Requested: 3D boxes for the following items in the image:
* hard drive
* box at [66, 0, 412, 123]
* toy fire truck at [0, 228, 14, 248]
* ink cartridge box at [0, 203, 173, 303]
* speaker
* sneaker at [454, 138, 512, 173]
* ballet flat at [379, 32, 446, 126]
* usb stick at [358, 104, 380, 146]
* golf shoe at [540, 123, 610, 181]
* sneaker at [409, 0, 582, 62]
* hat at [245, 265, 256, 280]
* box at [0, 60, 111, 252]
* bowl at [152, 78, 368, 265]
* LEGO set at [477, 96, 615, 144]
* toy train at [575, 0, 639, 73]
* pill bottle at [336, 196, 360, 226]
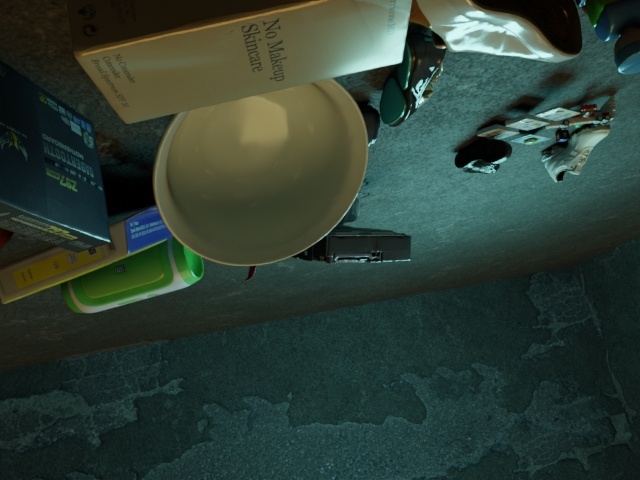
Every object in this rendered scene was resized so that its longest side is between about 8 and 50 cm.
[{"bbox_3d":[0.000,0.000,1.382,0.236,0.064,0.338,-1,-174,-37],"label":"hard drive"},{"bbox_3d":[-0.075,-0.231,0.624,0.310,0.121,0.148,-13,164,0],"label":"box"},{"bbox_3d":[-0.594,-0.023,0.916,0.254,0.169,0.302,-44,157,14],"label":"toy fire truck"},{"bbox_3d":[-0.351,0.001,1.094,0.307,0.072,0.303,-18,-175,7],"label":"ink cartridge box"},{"bbox_3d":[-0.421,0.073,1.404,0.296,0.131,0.131,-16,165,8],"label":"speaker"},{"bbox_3d":[0.349,-0.170,1.305,0.089,0.051,0.170,7,172,-33],"label":"sneaker"},{"bbox_3d":[0.138,-0.230,0.915,0.074,0.074,0.203,-11,162,-9],"label":"ballet flat"},{"bbox_3d":[-0.037,-0.171,0.980,0.277,0.045,0.077,-8,125,-22],"label":"usb stick"},{"bbox_3d":[0.576,-0.192,1.388,0.069,0.086,0.176,-3,160,-27],"label":"golf shoe"},{"bbox_3d":[0.214,-0.282,0.775,0.290,0.106,0.123,4,174,-40],"label":"sneaker"},{"bbox_3d":[-0.082,-0.054,1.130,0.172,0.184,0.208,-13,165,-4],"label":"hat"},{"bbox_3d":[-0.349,-0.097,0.754,0.059,0.184,0.232,-16,164,11],"label":"box"},{"bbox_3d":[-0.094,-0.122,0.868,0.297,0.134,0.298,-13,128,-18],"label":"bowl"},{"bbox_3d":[0.455,-0.239,1.237,0.244,0.060,0.182,0,172,-38],"label":"LEGO set"},{"bbox_3d":[0.461,-0.304,0.774,0.247,0.144,0.105,-14,165,4],"label":"toy train"},{"bbox_3d":[0.008,-0.072,1.331,0.152,0.086,0.086,-1,160,-40],"label":"pill bottle"}]
